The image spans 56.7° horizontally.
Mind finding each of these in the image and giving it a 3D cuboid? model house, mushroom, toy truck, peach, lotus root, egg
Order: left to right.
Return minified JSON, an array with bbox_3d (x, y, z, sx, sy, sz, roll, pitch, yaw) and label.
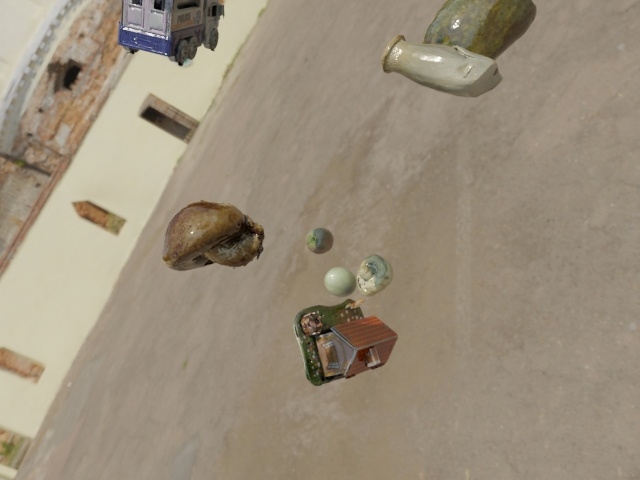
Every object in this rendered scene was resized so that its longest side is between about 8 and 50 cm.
[{"bbox_3d":[-0.293,-0.461,1.203,0.268,0.124,0.155,-65,-11,-61],"label":"toy truck"},{"bbox_3d":[-0.299,-0.013,1.669,0.263,0.283,0.195,125,142,-62],"label":"mushroom"},{"bbox_3d":[0.000,0.001,1.732,0.083,0.083,0.083,-50,22,29],"label":"peach"},{"bbox_3d":[0.076,0.161,2.292,0.114,0.152,0.114,-20,56,32],"label":"egg"},{"bbox_3d":[0.089,0.252,1.572,0.154,0.293,0.207,-21,80,38],"label":"model house"},{"bbox_3d":[0.183,0.125,2.097,0.154,0.122,0.154,-28,51,41],"label":"mushroom"},{"bbox_3d":[0.244,-0.353,1.206,0.096,0.246,0.108,83,-151,-56],"label":"mushroom"},{"bbox_3d":[0.451,-0.615,1.770,0.346,0.250,0.250,-51,19,-2],"label":"lotus root"}]
